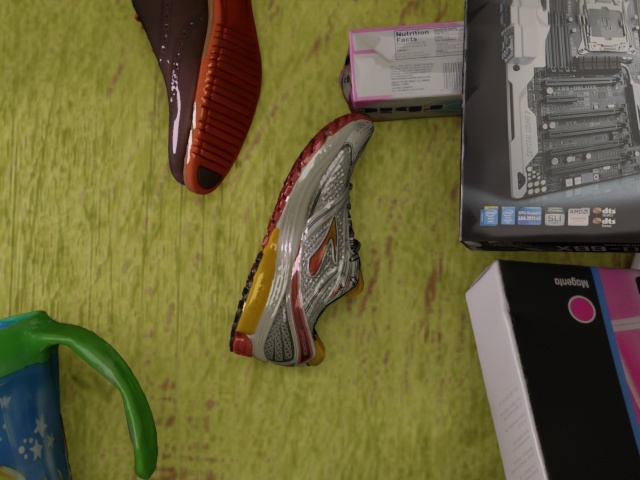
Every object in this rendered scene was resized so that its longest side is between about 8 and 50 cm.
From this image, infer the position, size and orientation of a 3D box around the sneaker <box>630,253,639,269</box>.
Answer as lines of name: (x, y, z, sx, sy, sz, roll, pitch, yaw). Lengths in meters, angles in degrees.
sneaker: (0.358, -0.039, 1.490, 0.135, 0.150, 0.366, 26, 85, 5)

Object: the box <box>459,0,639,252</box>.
box: (0.265, -0.112, 1.407, 0.307, 0.076, 0.242, 1, 84, 12)

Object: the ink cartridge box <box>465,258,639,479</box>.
ink cartridge box: (0.228, 0.189, 1.354, 0.176, 0.069, 0.371, 4, 60, -24)

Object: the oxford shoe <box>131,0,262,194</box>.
oxford shoe: (-0.109, -0.172, 1.561, 0.098, 0.097, 0.271, 2, 79, 22)

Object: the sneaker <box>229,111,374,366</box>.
sneaker: (0.000, 0.000, 1.531, 0.093, 0.088, 0.225, 20, 99, -3)

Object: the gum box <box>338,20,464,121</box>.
gum box: (0.109, -0.141, 1.530, 0.188, 0.107, 0.062, -4, 83, 1)

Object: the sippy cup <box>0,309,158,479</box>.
sippy cup: (-0.295, 0.195, 1.458, 0.240, 0.305, 0.224, -21, 95, -45)
